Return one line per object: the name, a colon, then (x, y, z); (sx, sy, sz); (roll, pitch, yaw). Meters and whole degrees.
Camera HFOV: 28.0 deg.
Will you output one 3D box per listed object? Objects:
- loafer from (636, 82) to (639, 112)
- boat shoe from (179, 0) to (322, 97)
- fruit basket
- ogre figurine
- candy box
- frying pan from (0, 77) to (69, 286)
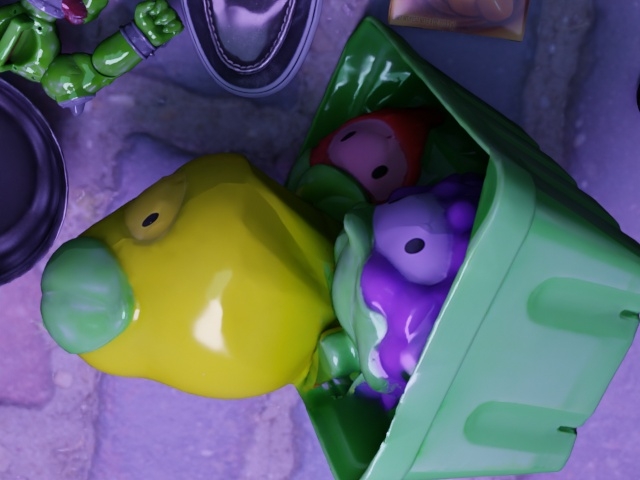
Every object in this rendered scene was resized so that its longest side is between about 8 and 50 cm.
loafer: (0.350, -0.166, 1.020); (0.078, 0.076, 0.223); (35, 111, -16)
boat shoe: (-0.054, -0.266, 0.965); (0.121, 0.119, 0.335); (2, 109, 0)
fruit basket: (0.000, 0.000, 0.928); (0.392, 0.392, 0.283); (22, 109, -7)
ogre figurine: (-0.220, -0.185, 1.011); (0.197, 0.097, 0.118); (32, 96, -21)
candy box: (0.118, -0.256, 1.001); (0.109, 0.053, 0.186); (7, 108, 0)
frying pan: (-0.325, 0.003, 1.058); (0.197, 0.053, 0.326); (23, 110, -7)
